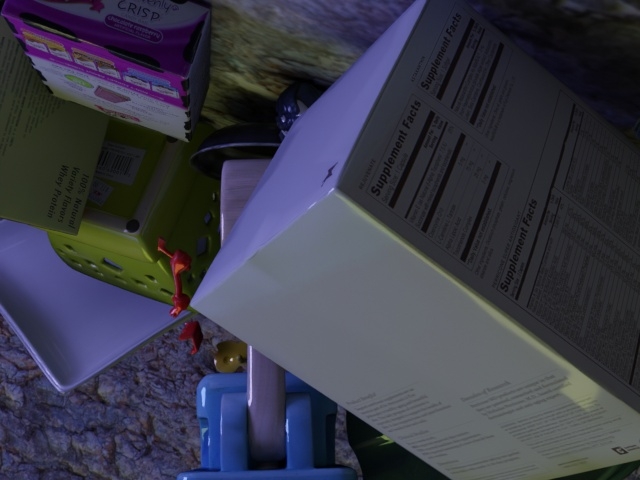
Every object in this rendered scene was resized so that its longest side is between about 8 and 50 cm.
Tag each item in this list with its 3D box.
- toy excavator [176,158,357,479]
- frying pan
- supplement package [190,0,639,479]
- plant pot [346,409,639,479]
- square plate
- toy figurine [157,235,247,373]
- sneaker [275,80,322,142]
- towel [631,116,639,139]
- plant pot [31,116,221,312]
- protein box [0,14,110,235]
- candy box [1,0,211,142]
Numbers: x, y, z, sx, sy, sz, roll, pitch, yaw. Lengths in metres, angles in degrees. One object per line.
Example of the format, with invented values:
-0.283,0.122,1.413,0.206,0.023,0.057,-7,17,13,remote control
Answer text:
-0.060,0.178,0.928,0.222,0.445,0.433,-3,166,-3,toy excavator
0.014,-0.087,1.010,0.326,0.053,0.197,4,170,-9,frying pan
0.095,0.012,0.604,0.263,0.198,0.199,36,144,-13,supplement package
0.222,0.202,1.101,0.341,0.341,0.334,13,-170,32,plant pot
-0.309,0.037,1.296,0.344,0.347,0.049,40,146,32,square plate
0.000,0.000,1.080,0.363,0.191,0.217,-17,-161,8,toy figurine
0.069,-0.065,0.891,0.283,0.122,0.110,48,174,-25,sneaker
0.278,-0.078,0.650,0.083,0.009,0.060,17,172,10,towel
-0.239,-0.061,1.164,0.228,0.227,0.207,17,164,17,plant pot
-0.359,-0.129,0.963,0.136,0.199,0.201,13,177,32,protein box
-0.187,-0.173,0.821,0.159,0.071,0.233,19,171,-6,candy box
